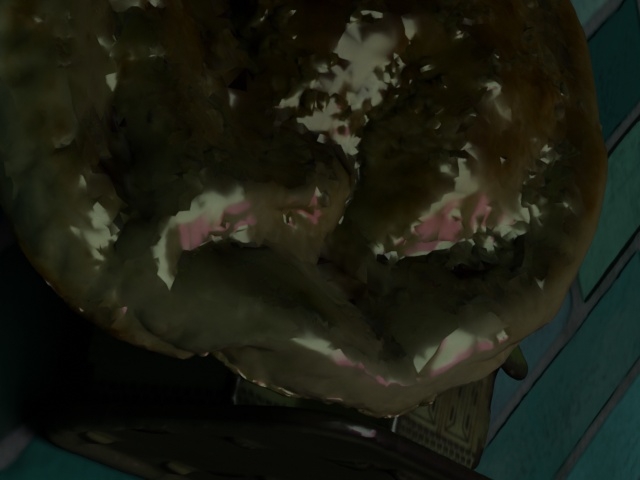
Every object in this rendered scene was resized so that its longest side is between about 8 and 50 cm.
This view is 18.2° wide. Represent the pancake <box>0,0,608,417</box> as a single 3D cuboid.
[{"bbox_3d":[-0.011,-0.100,0.973,0.386,0.082,0.387,15,57,-25],"label":"pancake"}]

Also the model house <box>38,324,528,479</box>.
[{"bbox_3d":[0.000,0.000,1.082,0.218,0.204,0.279,34,60,-54],"label":"model house"}]
